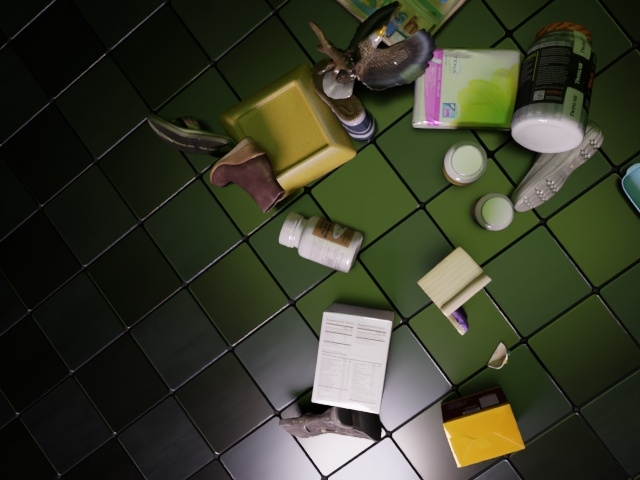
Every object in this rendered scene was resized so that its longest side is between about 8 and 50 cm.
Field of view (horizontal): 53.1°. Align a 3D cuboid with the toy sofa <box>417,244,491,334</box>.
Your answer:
[{"bbox_3d":[0.384,0.129,1.742,0.150,0.362,0.177,-41,79,7],"label":"toy sofa"}]

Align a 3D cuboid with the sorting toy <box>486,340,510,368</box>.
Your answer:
[{"bbox_3d":[0.529,0.346,1.869,0.044,0.075,0.083,30,97,7],"label":"sorting toy"}]

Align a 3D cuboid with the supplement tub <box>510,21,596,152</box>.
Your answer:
[{"bbox_3d":[0.636,-0.415,1.738,0.193,0.193,0.316,13,74,8],"label":"supplement tub"}]

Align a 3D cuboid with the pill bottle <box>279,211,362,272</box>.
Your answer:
[{"bbox_3d":[0.000,0.000,1.912,0.229,0.131,0.131,21,95,8],"label":"pill bottle"}]

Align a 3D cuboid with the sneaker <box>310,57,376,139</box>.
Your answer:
[{"bbox_3d":[0.071,-0.414,1.915,0.099,0.153,0.282,-36,56,11],"label":"sneaker"}]

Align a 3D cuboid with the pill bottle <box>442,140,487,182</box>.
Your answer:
[{"bbox_3d":[0.405,-0.216,1.798,0.117,0.215,0.117,0,92,9],"label":"pill bottle"}]

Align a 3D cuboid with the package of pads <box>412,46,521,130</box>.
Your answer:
[{"bbox_3d":[0.420,-0.439,1.847,0.296,0.101,0.229,4,94,8],"label":"package of pads"}]

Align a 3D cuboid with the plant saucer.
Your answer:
[{"bbox_3d":[-0.110,-0.325,1.945,0.332,0.081,0.333,-30,87,9],"label":"plant saucer"}]

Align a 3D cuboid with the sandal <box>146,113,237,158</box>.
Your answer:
[{"bbox_3d":[-0.392,-0.333,1.986,0.302,0.120,0.086,16,67,6],"label":"sandal"}]

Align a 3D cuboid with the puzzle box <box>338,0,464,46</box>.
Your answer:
[{"bbox_3d":[0.208,-0.759,1.893,0.409,0.052,0.272,42,97,5],"label":"puzzle box"}]

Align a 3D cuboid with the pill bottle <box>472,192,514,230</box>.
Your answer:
[{"bbox_3d":[0.488,-0.081,1.808,0.107,0.180,0.108,0,92,9],"label":"pill bottle"}]

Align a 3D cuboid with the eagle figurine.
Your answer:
[{"bbox_3d":[0.144,-0.530,1.775,0.225,0.298,0.227,11,119,48],"label":"eagle figurine"}]

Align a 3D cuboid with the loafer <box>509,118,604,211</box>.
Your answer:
[{"bbox_3d":[0.658,-0.217,1.825,0.319,0.112,0.111,-45,50,9],"label":"loafer"}]

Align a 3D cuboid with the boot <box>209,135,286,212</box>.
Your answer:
[{"bbox_3d":[-0.223,-0.167,1.913,0.248,0.090,0.207,-37,80,44],"label":"boot"}]

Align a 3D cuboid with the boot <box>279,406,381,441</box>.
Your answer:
[{"bbox_3d":[0.034,0.559,1.934,0.229,0.263,0.091,-24,48,35],"label":"boot"}]

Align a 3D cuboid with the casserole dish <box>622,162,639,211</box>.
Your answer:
[{"bbox_3d":[0.933,-0.134,1.809,0.114,0.037,0.188,-35,87,8],"label":"casserole dish"}]

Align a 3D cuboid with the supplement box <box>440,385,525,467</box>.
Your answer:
[{"bbox_3d":[0.455,0.526,1.827,0.191,0.194,0.129,-20,89,9],"label":"supplement box"}]

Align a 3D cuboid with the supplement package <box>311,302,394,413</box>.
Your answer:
[{"bbox_3d":[0.100,0.335,1.873,0.197,0.199,0.263,8,93,8],"label":"supplement package"}]
